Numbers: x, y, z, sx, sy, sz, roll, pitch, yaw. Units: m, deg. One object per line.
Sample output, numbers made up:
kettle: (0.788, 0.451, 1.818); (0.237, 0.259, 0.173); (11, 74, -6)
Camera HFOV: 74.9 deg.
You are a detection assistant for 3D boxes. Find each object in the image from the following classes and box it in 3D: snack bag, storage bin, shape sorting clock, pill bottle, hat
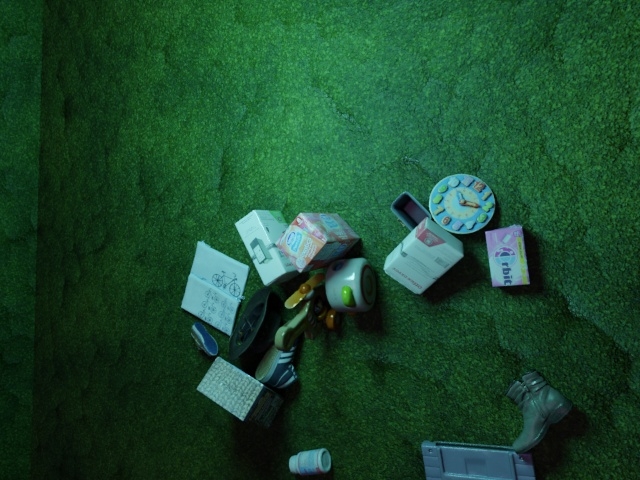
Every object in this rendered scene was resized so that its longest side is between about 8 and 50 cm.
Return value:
snack bag: (-0.478, 0.211, 1.888); (0.323, 0.037, 0.343); (24, 103, 24)
storage bin: (0.318, -0.091, 1.439); (0.098, 0.091, 0.135); (-48, 72, 21)
shape sorting clock: (0.461, -0.122, 1.364); (0.206, 0.040, 0.206); (-3, 72, 8)
pill bottle: (-0.043, 0.890, 1.675); (0.160, 0.087, 0.087); (-23, 82, 26)
hat: (-0.244, 0.355, 1.696); (0.134, 0.331, 0.331); (31, 110, -17)

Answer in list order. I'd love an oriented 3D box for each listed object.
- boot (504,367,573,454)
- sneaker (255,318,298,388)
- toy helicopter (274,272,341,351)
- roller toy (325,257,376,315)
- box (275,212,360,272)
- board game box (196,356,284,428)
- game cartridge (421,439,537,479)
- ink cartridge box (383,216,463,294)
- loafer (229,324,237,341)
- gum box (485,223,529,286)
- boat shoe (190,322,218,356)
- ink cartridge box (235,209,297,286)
boot: (0.649, 0.535, 1.322); (0.161, 0.083, 0.247); (41, 104, 26)
sneaker: (-0.131, 0.465, 1.696); (0.099, 0.153, 0.282); (11, 63, 55)
toy helicopter: (-0.056, 0.265, 1.498); (0.140, 0.355, 0.235); (5, 112, 27)
roller toy: (0.106, 0.163, 1.505); (0.146, 0.209, 0.191); (-6, 65, 27)
box: (0.000, 0.000, 1.487); (0.142, 0.300, 0.154); (48, 112, 16)
board game box: (-0.307, 0.613, 1.667); (0.232, 0.291, 0.141); (22, 68, 24)
game cartridge: (0.531, 0.804, 1.398); (0.354, 0.068, 0.230); (-10, 84, 27)
ink cartridge box: (0.338, 0.055, 1.381); (0.158, 0.092, 0.218); (35, 123, -6)
loafer: (-0.374, 0.427, 1.836); (0.045, 0.039, 0.125); (21, 102, -9)
gum box: (0.591, 0.046, 1.323); (0.107, 0.062, 0.189); (-8, 89, 27)
boat shoe: (-0.534, 0.465, 1.919); (0.183, 0.066, 0.066); (50, 117, 27)
ink cartridge box: (-0.186, 0.025, 1.639); (0.114, 0.198, 0.273); (-32, 79, 23)
